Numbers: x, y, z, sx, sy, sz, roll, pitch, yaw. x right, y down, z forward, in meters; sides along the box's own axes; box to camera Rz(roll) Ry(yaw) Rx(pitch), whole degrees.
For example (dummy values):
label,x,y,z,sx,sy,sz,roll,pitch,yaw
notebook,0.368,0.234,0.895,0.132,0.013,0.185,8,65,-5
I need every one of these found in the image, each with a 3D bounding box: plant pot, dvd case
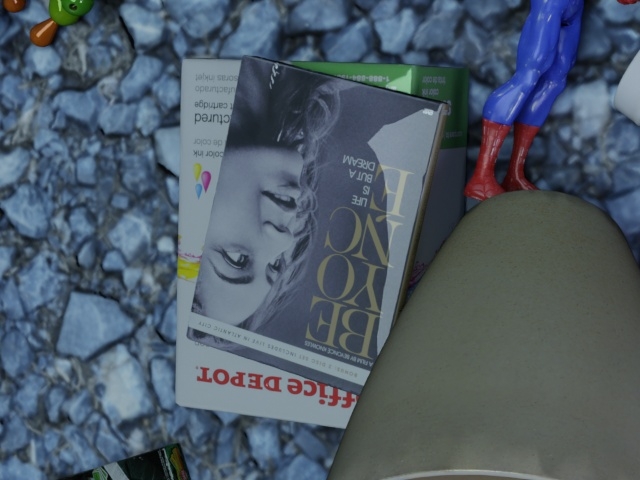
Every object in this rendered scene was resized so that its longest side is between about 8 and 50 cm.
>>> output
label,x,y,z,sx,sy,sz,roll,pitch,yaw
plant pot,0.139,0.106,0.997,0.256,0.256,0.274,-11,47,26
dvd case,-0.006,-0.011,1.073,0.164,0.018,0.221,17,102,24

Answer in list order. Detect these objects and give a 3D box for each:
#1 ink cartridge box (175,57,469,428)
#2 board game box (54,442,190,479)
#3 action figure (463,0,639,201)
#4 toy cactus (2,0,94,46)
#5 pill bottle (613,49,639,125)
label,x,y,z,sx,sy,sz,roll,pitch,yaw
ink cartridge box,0.000,0.000,1.148,0.201,0.117,0.278,5,97,26
board game box,-0.146,0.320,1.296,0.136,0.030,0.259,-19,86,24
action figure,0.201,-0.155,1.052,0.139,0.091,0.280,16,102,33
toy cactus,-0.248,-0.269,1.266,0.219,0.112,0.180,-35,69,33
pill bottle,0.296,-0.073,1.003,0.180,0.108,0.108,39,109,19
